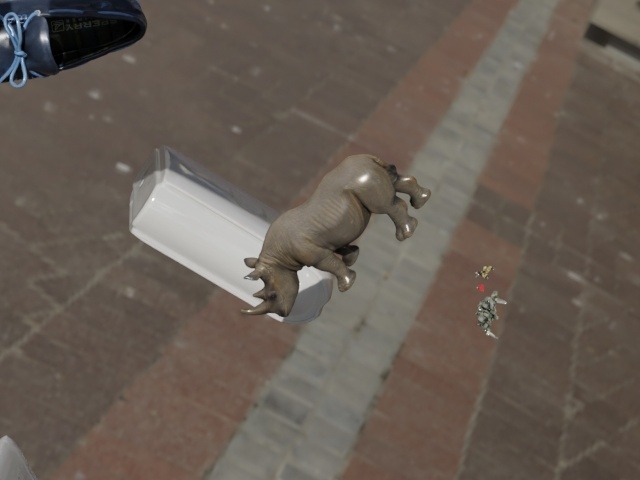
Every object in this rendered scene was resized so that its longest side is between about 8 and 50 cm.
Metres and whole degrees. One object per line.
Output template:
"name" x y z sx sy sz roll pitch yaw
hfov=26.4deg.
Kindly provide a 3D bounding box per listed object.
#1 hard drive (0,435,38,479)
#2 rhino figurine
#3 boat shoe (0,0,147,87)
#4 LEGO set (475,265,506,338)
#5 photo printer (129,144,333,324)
"hard drive" -0.282 0.315 1.340 0.203 0.040 0.307 61 -5 -7
"rhino figurine" 0.000 0.000 1.485 0.106 0.243 0.073 42 17 -23
"boat shoe" -0.332 -0.244 1.611 0.258 0.109 0.089 -23 32 -13
"LEGO set" 0.184 0.070 1.538 0.023 0.054 0.083 2 55 -28
"photo printer" -0.120 -0.002 1.935 0.307 0.107 0.256 32 10 -14
